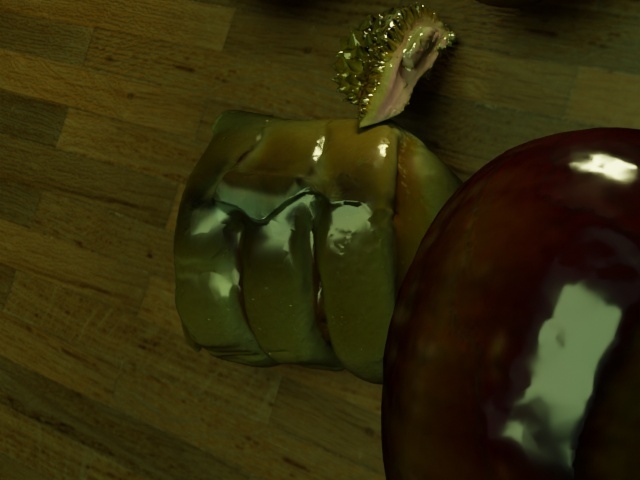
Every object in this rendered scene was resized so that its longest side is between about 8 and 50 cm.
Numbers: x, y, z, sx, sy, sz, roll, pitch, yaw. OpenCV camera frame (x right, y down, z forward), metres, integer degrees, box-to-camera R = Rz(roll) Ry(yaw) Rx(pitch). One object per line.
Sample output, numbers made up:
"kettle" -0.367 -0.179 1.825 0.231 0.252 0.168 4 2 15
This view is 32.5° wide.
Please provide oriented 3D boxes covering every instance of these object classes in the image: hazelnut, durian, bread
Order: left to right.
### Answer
"bread" 0.000 0.000 1.208 0.341 0.210 0.300 10 78 26
"durian" 0.069 -0.205 1.231 0.140 0.078 0.224 -2 37 18
"hazelnut" 0.249 0.119 0.962 0.402 0.402 0.429 8 89 33

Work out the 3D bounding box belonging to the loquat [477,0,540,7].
"loquat" 0.233 -0.347 1.168 0.234 0.176 0.187 -36 21 10
